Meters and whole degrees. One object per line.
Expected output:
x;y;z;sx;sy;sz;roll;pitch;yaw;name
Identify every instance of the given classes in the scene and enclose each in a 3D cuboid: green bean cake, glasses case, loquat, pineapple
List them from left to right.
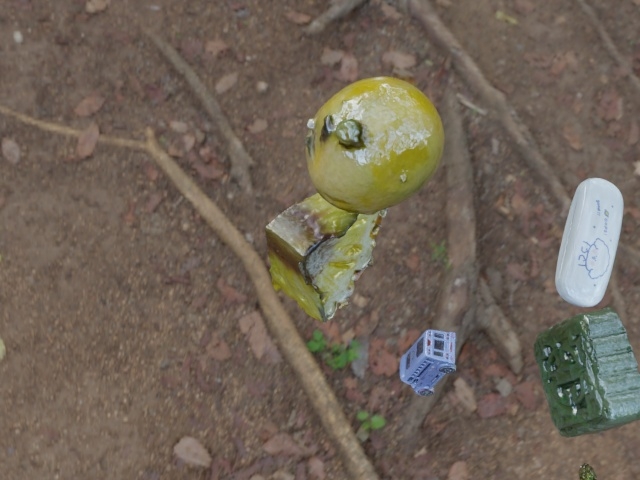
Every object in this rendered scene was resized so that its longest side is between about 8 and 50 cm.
0.000;0.000;1.325;0.114;0.236;0.186;32;25;24;pineapple
0.059;-0.114;1.143;0.172;0.204;0.149;-35;73;17;loquat
0.428;0.213;1.543;0.094;0.185;0.183;-5;73;-19;green bean cake
0.396;0.002;1.417;0.076;0.049;0.197;23;73;-17;glasses case

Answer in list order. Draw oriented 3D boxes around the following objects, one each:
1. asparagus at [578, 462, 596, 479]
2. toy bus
0.448;0.417;1.602;0.030;0.165;0.036;-19;103;16;asparagus
0.198;0.228;1.807;0.076;0.167;0.073;12;57;-11;toy bus
